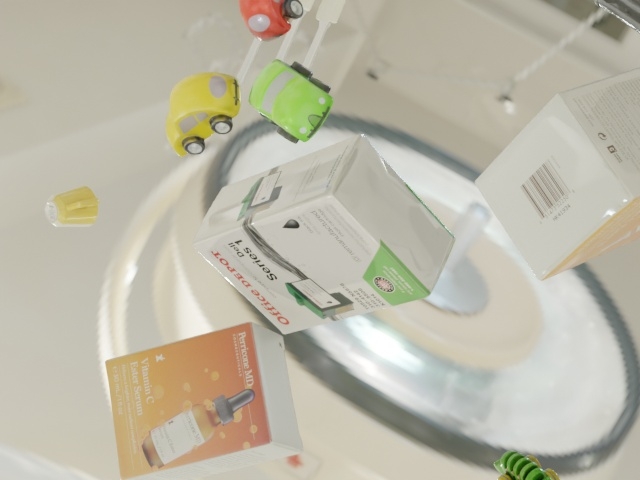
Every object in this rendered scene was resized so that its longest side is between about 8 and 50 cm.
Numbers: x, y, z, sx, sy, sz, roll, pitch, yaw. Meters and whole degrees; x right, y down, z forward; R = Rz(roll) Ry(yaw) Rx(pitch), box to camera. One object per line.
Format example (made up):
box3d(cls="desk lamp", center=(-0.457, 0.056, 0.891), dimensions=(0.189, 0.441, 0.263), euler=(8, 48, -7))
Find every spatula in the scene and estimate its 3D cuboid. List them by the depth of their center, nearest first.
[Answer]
box3d(cls="spatula", center=(-0.049, -0.313, 2.202), dimensions=(0.168, 0.242, 0.019), euler=(18, 173, 38))

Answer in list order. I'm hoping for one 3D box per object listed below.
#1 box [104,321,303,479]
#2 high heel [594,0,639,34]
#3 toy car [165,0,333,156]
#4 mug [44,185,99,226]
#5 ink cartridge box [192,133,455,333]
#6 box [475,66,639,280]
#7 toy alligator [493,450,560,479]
box3d(cls="box", center=(-0.120, 0.170, 1.467), dimensions=(0.091, 0.170, 0.130), euler=(34, -138, -65))
box3d(cls="high heel", center=(0.453, -0.230, 1.640), dimensions=(0.261, 0.093, 0.186), euler=(-3, -144, -43))
box3d(cls="toy car", center=(-0.059, -0.160, 1.345), dimensions=(0.053, 0.239, 0.225), euler=(28, -170, -35))
box3d(cls="mug", center=(-0.371, -0.052, 2.118), dimensions=(0.064, 0.078, 0.062), euler=(-12, -122, -45))
box3d(cls="ink cartridge box", center=(0.000, 0.000, 1.468), dimensions=(0.219, 0.092, 0.160), euler=(-19, 124, 44))
box3d(cls="box", center=(0.417, -0.110, 1.907), dimensions=(0.345, 0.215, 0.168), euler=(-20, -109, -36))
box3d(cls="toy alligator", center=(0.282, 0.315, 1.834), dimensions=(0.190, 0.056, 0.051), euler=(33, 150, 53))
